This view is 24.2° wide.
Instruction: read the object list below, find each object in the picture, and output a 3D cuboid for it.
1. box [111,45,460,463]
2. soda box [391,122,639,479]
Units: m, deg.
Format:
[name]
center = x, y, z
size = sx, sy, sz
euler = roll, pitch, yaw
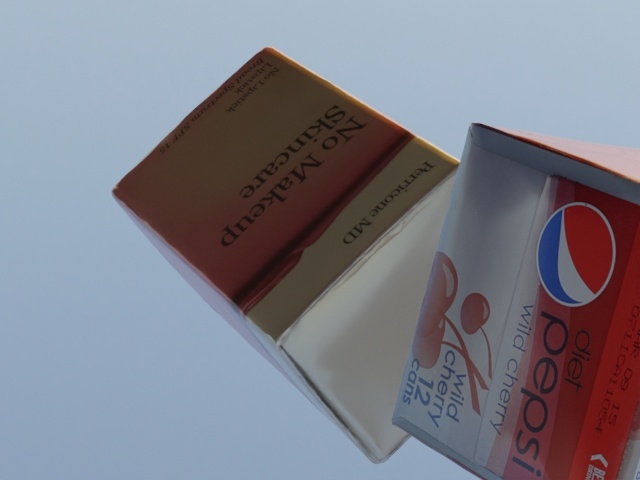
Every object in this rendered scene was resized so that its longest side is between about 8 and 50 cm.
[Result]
[box]
center = 0.000, 0.000, 0.914
size = 0.148, 0.127, 0.232
euler = -44, -142, -7
[soda box]
center = 0.153, 0.030, 0.447
size = 0.263, 0.092, 0.083
euler = 5, -166, -37
